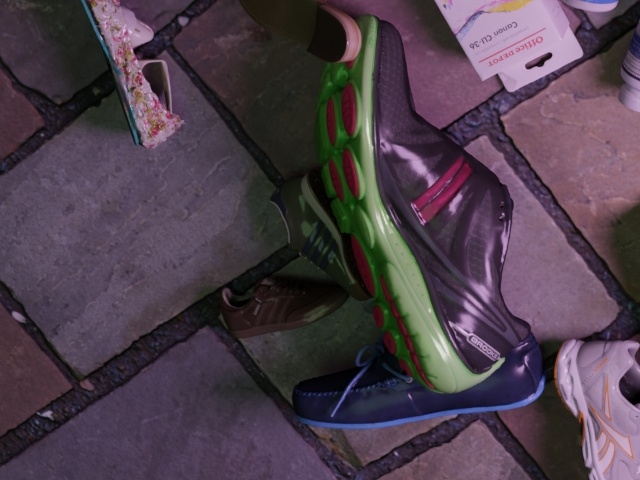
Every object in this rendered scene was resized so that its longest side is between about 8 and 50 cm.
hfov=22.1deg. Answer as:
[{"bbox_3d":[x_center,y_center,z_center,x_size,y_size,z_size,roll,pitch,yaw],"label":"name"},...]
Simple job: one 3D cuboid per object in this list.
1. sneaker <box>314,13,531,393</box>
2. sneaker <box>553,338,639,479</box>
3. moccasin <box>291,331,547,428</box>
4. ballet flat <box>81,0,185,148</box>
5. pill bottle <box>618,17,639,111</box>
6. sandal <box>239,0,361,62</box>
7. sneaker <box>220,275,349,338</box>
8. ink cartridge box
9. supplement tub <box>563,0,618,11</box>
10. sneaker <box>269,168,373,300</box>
[{"bbox_3d":[0.130,-0.054,2.052,0.202,0.185,0.482,-21,100,-18],"label":"sneaker"},{"bbox_3d":[0.399,0.244,2.116,0.121,0.099,0.262,-12,112,38],"label":"sneaker"},{"bbox_3d":[0.126,0.168,2.180,0.342,0.138,0.116,-10,108,7],"label":"moccasin"},{"bbox_3d":[-0.244,-0.236,2.128,0.077,0.091,0.241,-22,114,-6],"label":"ballet flat"},{"bbox_3d":[0.393,-0.213,1.925,0.067,0.067,0.120,21,120,8],"label":"pill bottle"},{"bbox_3d":[-0.015,-0.289,2.014,0.240,0.079,0.088,42,127,36],"label":"sandal"},{"bbox_3d":[-0.055,0.081,2.216,0.188,0.066,0.071,-17,107,24],"label":"sneaker"},{"bbox_3d":[0.218,-0.273,1.953,0.115,0.067,0.198,-26,104,26],"label":"ink cartridge box"},{"bbox_3d":[0.319,-0.325,1.893,0.071,0.071,0.107,15,119,11],"label":"supplement tub"},{"bbox_3d":[0.000,0.000,2.166,0.086,0.064,0.192,-18,108,33],"label":"sneaker"}]
